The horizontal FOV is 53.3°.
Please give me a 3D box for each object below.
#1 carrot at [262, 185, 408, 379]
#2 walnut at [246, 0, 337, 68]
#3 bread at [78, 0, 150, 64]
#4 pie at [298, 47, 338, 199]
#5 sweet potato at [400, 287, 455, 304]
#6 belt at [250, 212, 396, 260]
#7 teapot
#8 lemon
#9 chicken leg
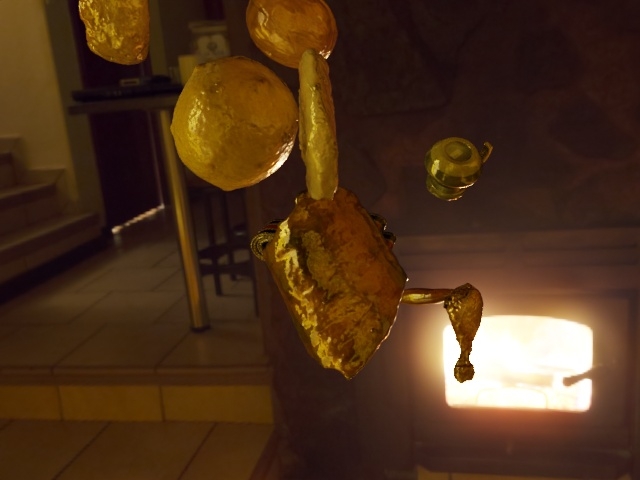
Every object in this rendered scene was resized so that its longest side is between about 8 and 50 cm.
[{"bbox_3d":[0.037,0.075,1.246,0.241,0.341,0.241,-27,-6,-3],"label":"carrot"},{"bbox_3d":[-0.061,-0.447,1.323,0.197,0.165,0.165,27,15,-1],"label":"walnut"},{"bbox_3d":[-0.418,-0.476,1.292,0.134,0.245,0.244,-6,14,-17],"label":"bread"},{"bbox_3d":[-0.003,-0.171,0.890,0.052,0.185,0.218,-2,35,-3],"label":"pie"},{"bbox_3d":[0.319,0.169,1.922,0.264,0.057,0.057,-5,10,44],"label":"sweet potato"},{"bbox_3d":[0.000,0.000,1.541,0.359,0.126,0.094,1,39,25],"label":"belt"},{"bbox_3d":[0.307,-0.166,1.420,0.165,0.119,0.130,-23,62,-18],"label":"teapot"},{"bbox_3d":[-0.237,-0.312,1.747,0.349,0.350,0.387,-16,-22,-38],"label":"lemon"},{"bbox_3d":[0.364,0.233,1.603,0.107,0.252,0.087,0,0,-32],"label":"chicken leg"}]
